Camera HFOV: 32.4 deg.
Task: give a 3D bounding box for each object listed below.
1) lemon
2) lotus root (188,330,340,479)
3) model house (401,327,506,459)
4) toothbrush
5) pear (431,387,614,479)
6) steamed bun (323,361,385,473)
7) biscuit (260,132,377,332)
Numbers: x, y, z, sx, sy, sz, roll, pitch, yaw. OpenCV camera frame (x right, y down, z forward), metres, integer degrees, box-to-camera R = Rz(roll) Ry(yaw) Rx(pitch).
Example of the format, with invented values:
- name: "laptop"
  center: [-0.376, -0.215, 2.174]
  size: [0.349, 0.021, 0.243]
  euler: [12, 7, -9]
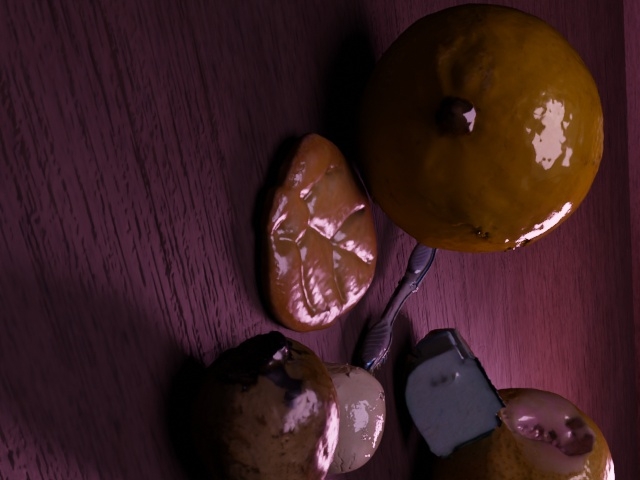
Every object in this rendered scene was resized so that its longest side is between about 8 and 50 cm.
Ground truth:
- name: "lemon"
  center: [0.175, -0.121, 1.236]
  size: [0.297, 0.297, 0.297]
  euler: [3, 90, -66]
- name: "lotus root"
  center: [-0.045, 0.171, 0.967]
  size: [0.138, 0.138, 0.214]
  euler: [-63, 158, -43]
- name: "model house"
  center: [0.170, 0.185, 1.493]
  size: [0.148, 0.119, 0.149]
  euler: [58, 10, -18]
- name: "toothbrush"
  center: [0.132, 0.018, 1.419]
  size: [0.042, 0.035, 0.413]
  euler: [92, 23, -47]
- name: "pear"
  center: [0.282, 0.337, 1.560]
  size: [0.271, 0.271, 0.271]
  euler: [3, 90, -66]
- name: "steamed bun"
  center: [0.020, 0.186, 1.144]
  size: [0.130, 0.090, 0.113]
  euler: [5, 89, -67]
- name: "biscuit"
  center: [0.005, -0.001, 1.149]
  size: [0.260, 0.041, 0.203]
  euler: [33, 63, -61]
